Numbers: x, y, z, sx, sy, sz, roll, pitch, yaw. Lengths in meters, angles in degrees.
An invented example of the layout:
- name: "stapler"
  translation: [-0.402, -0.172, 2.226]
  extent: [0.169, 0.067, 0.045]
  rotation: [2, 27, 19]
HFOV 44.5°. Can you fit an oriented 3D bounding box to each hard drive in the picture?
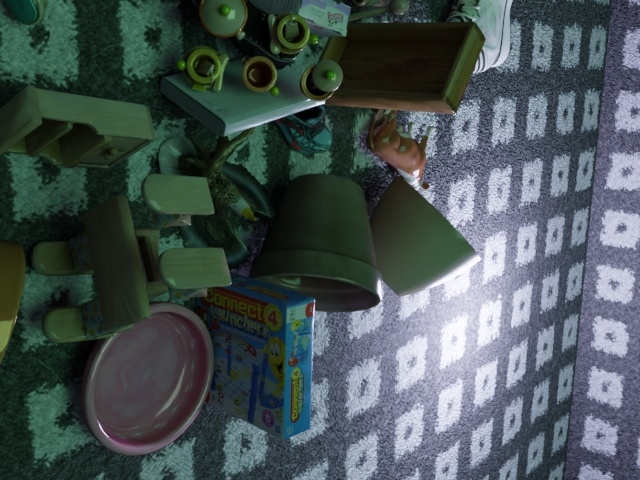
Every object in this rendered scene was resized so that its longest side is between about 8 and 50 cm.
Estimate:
- name: "hard drive"
  translation: [-0.160, -0.321, 1.684]
  extent: [0.307, 0.203, 0.040]
  rotation: [-27, 144, -43]

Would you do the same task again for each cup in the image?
- name: "cup"
  translation: [0.246, 0.016, 2.197]
  extent: [0.237, 0.331, 0.331]
  rotation: [-44, 136, 2]

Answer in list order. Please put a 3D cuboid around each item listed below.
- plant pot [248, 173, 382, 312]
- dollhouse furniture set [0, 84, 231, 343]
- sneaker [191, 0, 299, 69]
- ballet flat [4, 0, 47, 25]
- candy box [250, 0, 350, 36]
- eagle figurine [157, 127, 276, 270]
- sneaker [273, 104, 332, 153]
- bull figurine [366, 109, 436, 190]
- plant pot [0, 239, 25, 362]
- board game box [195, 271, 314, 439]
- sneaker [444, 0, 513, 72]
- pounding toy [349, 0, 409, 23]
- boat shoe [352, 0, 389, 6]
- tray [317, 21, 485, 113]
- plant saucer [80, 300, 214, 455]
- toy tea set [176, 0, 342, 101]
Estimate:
- name: "plant pot"
  translation: [0.000, 0.000, 1.903]
  extent: [0.323, 0.323, 0.281]
  rotation: [29, 62, -49]
- name: "dollhouse furniture set"
  translation: [-0.405, -0.041, 1.365]
  extent: [0.256, 0.362, 0.395]
  rotation: [-1, 72, -50]
- name: "sneaker"
  translation: [-0.183, -0.460, 1.679]
  extent: [0.283, 0.124, 0.107]
  rotation: [37, 70, -14]
- name: "ballet flat"
  translation: [-0.530, -0.485, 1.310]
  extent: [0.086, 0.086, 0.249]
  rotation: [-44, 131, -33]
- name: "candy box"
  translation: [-0.060, -0.511, 1.749]
  extent: [0.164, 0.196, 0.070]
  rotation: [7, 94, -51]
- name: "eagle figurine"
  translation: [-0.215, -0.094, 1.724]
  extent: [0.226, 0.225, 0.298]
  rotation: [-14, 154, -6]
- name: "sneaker"
  translation: [-0.036, -0.286, 1.891]
  extent: [0.262, 0.125, 0.104]
  rotation: [39, 71, -47]
- name: "bull figurine"
  translation: [0.239, -0.267, 2.241]
  extent: [0.310, 0.101, 0.189]
  rotation: [30, 73, -51]
- name: "plant pot"
  translation: [-0.619, 0.111, 1.224]
  extent: [0.203, 0.290, 0.291]
  rotation: [22, 83, -32]
- name: "board game box"
  translation: [-0.154, 0.246, 1.754]
  extent: [0.086, 0.308, 0.302]
  rotation: [-12, 108, -46]
- name: "sneaker"
  translation: [0.460, -0.707, 2.325]
  extent: [0.257, 0.169, 0.448]
  rotation: [-34, 126, -42]
- name: "pounding toy"
  translation: [0.189, -0.537, 2.084]
  extent: [0.110, 0.182, 0.237]
  rotation: [-72, 144, -47]
- name: "boat shoe"
  translation: [0.129, -0.763, 1.961]
  extent: [0.110, 0.121, 0.341]
  rotation: [-22, 117, -45]
- name: "tray"
  translation: [0.172, -0.417, 1.876]
  extent: [0.076, 0.410, 0.203]
  rotation: [37, 71, -48]
- name: "plant saucer"
  translation: [-0.377, 0.288, 1.679]
  extent: [0.332, 0.084, 0.332]
  rotation: [-17, 114, -46]
- name: "toy tea set"
  translation: [-0.111, -0.383, 1.566]
  extent: [0.335, 0.124, 0.200]
  rotation: [7, 96, -14]
